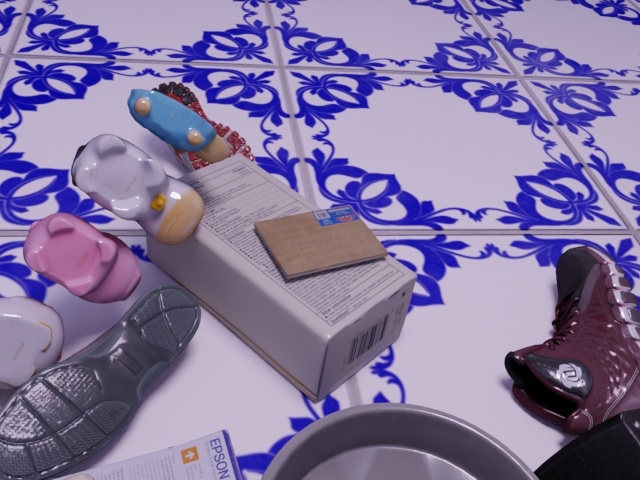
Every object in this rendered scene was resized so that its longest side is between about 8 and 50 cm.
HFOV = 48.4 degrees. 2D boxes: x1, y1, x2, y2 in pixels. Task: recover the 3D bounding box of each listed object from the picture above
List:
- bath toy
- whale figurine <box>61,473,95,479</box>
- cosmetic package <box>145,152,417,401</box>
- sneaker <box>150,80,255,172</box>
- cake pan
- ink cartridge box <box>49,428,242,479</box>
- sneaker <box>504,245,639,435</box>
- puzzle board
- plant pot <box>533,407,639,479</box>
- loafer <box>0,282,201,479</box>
[{"bbox_3d":[-0.245,0.004,0.772,0.151,0.348,0.129,39,-8,-21],"label":"bath toy"},{"bbox_3d":[-0.201,0.284,0.461,0.141,0.216,0.272,49,15,-17],"label":"whale figurine"},{"bbox_3d":[-0.057,0.031,0.865,0.309,0.113,0.160,36,46,29],"label":"cosmetic package"},{"bbox_3d":[-0.170,-0.137,1.065,0.088,0.092,0.225,-33,71,-17],"label":"sneaker"},{"bbox_3d":[0.079,0.280,0.639,0.293,0.054,0.293,5,40,-5],"label":"cake pan"},{"bbox_3d":[-0.157,0.284,0.582,0.224,0.045,0.223,-13,44,-13],"label":"ink cartridge box"},{"bbox_3d":[0.289,0.110,0.845,0.163,0.106,0.281,0,41,-6],"label":"sneaker"},{"bbox_3d":[0.000,0.000,0.818,0.128,0.011,0.096,-11,43,-25],"label":"puzzle board"},{"bbox_3d":[0.322,0.244,0.641,0.188,0.167,0.187,-6,41,-15],"label":"plant pot"},{"bbox_3d":[-0.229,0.150,0.735,0.096,0.084,0.267,48,50,-3],"label":"loafer"}]
